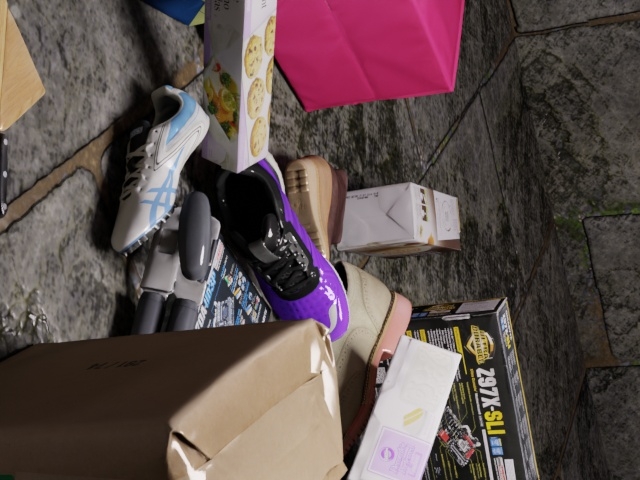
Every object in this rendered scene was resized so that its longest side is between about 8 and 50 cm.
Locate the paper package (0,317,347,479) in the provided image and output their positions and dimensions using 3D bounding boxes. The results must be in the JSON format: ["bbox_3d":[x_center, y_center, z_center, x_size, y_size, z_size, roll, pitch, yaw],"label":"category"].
[{"bbox_3d":[-0.183,0.194,1.113,0.309,0.324,0.168,-29,111,-65],"label":"paper package"}]

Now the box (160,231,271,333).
[{"bbox_3d":[-0.138,0.123,1.573,0.175,0.051,0.220,59,33,-43],"label":"box"}]

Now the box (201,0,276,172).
[{"bbox_3d":[-0.097,-0.236,1.500,0.067,0.063,0.324,-36,142,-45],"label":"box"}]

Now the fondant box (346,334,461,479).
[{"bbox_3d":[0.102,0.325,1.801,0.330,0.096,0.238,96,15,-54],"label":"fondant box"}]

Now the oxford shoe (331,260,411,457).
[{"bbox_3d":[0.001,0.198,1.823,0.146,0.140,0.397,40,45,-14],"label":"oxford shoe"}]

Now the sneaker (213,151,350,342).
[{"bbox_3d":[-0.062,0.016,1.635,0.293,0.102,0.146,61,10,-4],"label":"sneaker"}]

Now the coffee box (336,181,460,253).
[{"bbox_3d":[0.135,-0.030,2.120,0.246,0.141,0.098,9,75,-65],"label":"coffee box"}]

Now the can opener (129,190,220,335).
[{"bbox_3d":[-0.176,0.079,1.417,0.095,0.076,0.284,97,5,-65],"label":"can opener"}]

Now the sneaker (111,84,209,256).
[{"bbox_3d":[-0.202,-0.082,1.466,0.086,0.085,0.237,37,49,-24],"label":"sneaker"}]

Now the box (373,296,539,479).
[{"bbox_3d":[0.204,0.266,2.055,0.079,0.257,0.322,-36,116,-64],"label":"box"}]

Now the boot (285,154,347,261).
[{"bbox_3d":[0.000,0.000,1.874,0.207,0.090,0.249,12,80,-71],"label":"boot"}]

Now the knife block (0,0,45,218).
[{"bbox_3d":[-0.355,-0.133,1.102,0.242,0.088,0.276,-60,138,-54],"label":"knife block"}]

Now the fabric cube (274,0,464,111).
[{"bbox_3d":[0.058,-0.384,1.900,0.258,0.259,0.254,56,35,-50],"label":"fabric cube"}]

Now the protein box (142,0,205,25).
[{"bbox_3d":[-0.161,-0.400,1.556,0.200,0.136,0.201,18,68,-63],"label":"protein box"}]
